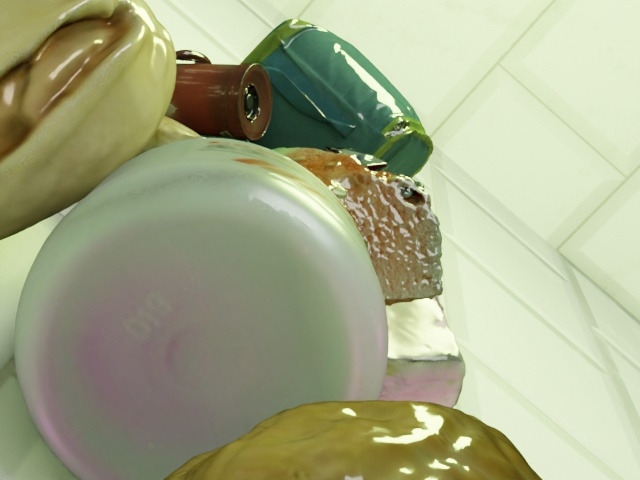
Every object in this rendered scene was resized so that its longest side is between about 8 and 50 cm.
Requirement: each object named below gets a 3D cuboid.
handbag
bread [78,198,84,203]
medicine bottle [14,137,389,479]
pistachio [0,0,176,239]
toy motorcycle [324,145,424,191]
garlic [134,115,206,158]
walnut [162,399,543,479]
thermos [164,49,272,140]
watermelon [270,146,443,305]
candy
[{"bbox_3d":[-0.012,-0.135,1.461,0.241,0.263,0.222,49,10,16],"label":"handbag"},{"bbox_3d":[-0.225,-0.058,1.119,0.028,0.068,0.154,27,21,-38],"label":"bread"},{"bbox_3d":[-0.083,0.046,0.851,0.256,0.256,0.325,40,8,-8],"label":"medicine bottle"},{"bbox_3d":[-0.249,-0.120,0.910,0.193,0.214,0.318,47,57,-9],"label":"pistachio"},{"bbox_3d":[0.011,-0.064,1.265,0.213,0.082,0.122,15,17,29],"label":"toy motorcycle"},{"bbox_3d":[-0.156,-0.064,1.232,0.217,0.110,0.228,34,-5,16],"label":"garlic"},{"bbox_3d":[0.031,0.237,0.584,0.306,0.306,0.344,48,21,19],"label":"walnut"},{"bbox_3d":[-0.185,-0.174,1.352,0.232,0.124,0.099,4,-13,21],"label":"thermos"},{"bbox_3d":[0.000,0.000,1.075,0.256,0.193,0.139,6,0,30],"label":"watermelon"},{"bbox_3d":[0.048,0.086,1.209,0.155,0.116,0.265,4,31,-20],"label":"candy"}]
